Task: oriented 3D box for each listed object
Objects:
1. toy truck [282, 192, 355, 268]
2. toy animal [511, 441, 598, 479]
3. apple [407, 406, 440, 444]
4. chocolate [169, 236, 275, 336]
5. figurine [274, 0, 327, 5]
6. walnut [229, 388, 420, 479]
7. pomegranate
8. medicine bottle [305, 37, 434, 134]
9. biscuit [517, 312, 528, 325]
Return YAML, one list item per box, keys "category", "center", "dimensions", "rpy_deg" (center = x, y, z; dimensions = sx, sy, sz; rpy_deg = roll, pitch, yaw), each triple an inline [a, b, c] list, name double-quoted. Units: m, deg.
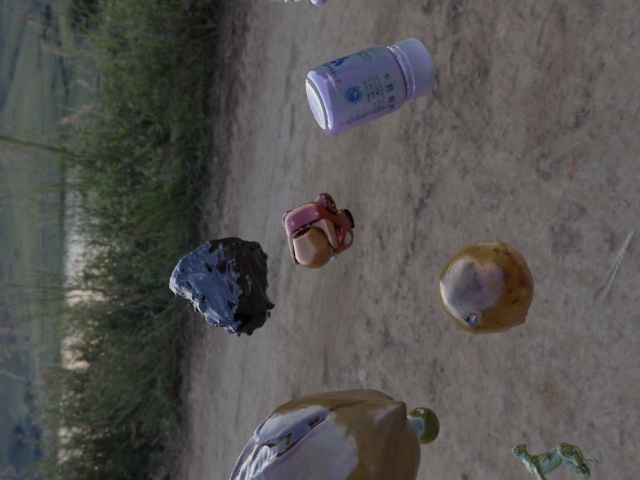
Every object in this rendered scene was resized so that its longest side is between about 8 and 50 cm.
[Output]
- category: "toy truck"
  center: [0.000, 0.000, 1.877]
  dimensions: [0.189, 0.265, 0.239]
  rpy_deg: [-25, 56, 22]
- category: "toy animal"
  center: [0.596, 0.556, 1.506]
  dimensions: [0.181, 0.073, 0.136]
  rpy_deg: [-31, 28, 13]
- category: "apple"
  center: [0.240, 0.444, 1.417]
  dimensions: [0.089, 0.090, 0.074]
  rpy_deg: [12, 123, 62]
- category: "chocolate"
  center: [-0.134, 0.086, 0.883]
  dimensions: [0.133, 0.156, 0.156]
  rpy_deg: [62, 141, 32]
- category: "figurine"
  center: [-0.045, -0.578, 1.193]
  dimensions: [0.257, 0.182, 0.144]
  rpy_deg: [-16, 55, 38]
- category: "walnut"
  center: [0.011, 0.282, 0.701]
  dimensions: [0.298, 0.203, 0.203]
  rpy_deg: [-49, 43, 22]
- category: "pomegranate"
  center: [0.408, 0.115, 1.471]
  dimensions: [0.248, 0.248, 0.248]
  rpy_deg: [-8, 81, 62]
- category: "medicine bottle"
  center: [0.107, -0.337, 1.283]
  dimensions: [0.152, 0.255, 0.152]
  rpy_deg: [157, 90, -81]
- category: "biscuit"
  center: [0.612, 0.191, 2.061]
  dimensions: [0.202, 0.334, 0.047]
  rpy_deg: [-23, 36, 30]
